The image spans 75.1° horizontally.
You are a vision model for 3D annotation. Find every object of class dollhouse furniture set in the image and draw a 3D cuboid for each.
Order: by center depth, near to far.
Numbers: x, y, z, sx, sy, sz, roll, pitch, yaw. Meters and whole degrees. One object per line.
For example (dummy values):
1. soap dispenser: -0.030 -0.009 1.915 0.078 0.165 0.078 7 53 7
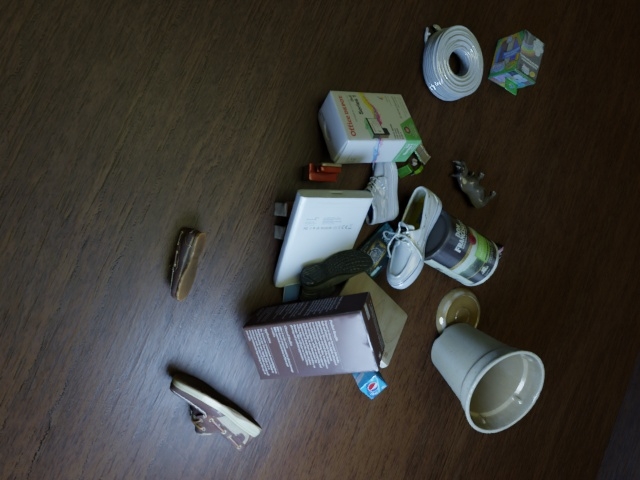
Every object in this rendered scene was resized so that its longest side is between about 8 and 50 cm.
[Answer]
1. dollhouse furniture set: -0.001 -0.112 1.329 0.261 0.135 0.260 -1 96 -26
2. dollhouse furniture set: 0.342 -0.290 1.542 0.076 0.058 0.152 51 54 -14

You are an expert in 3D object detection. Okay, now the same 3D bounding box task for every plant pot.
1. plant pot: 0.592 0.481 1.571 0.333 0.305 0.335 -7 111 -19
2. plant pot: 0.579 0.312 1.720 0.236 0.032 0.237 -3 97 -27

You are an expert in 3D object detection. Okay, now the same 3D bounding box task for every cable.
1. cable: 0.493 -0.653 1.539 0.256 0.089 0.258 5 93 -27

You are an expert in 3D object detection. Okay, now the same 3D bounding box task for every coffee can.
1. coffee can: 0.493 0.028 1.553 0.275 0.201 0.202 26 84 -27

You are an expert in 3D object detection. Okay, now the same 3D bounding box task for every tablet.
1. tablet: -0.095 0.169 1.360 0.054 0.006 0.083 -9 135 -21

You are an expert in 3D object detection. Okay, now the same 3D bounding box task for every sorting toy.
1. sorting toy: 0.146 0.263 1.411 0.255 0.089 0.257 45 40 -4

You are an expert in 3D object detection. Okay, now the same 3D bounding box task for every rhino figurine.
1. rhino figurine: 0.594 -0.226 1.646 0.243 0.073 0.106 45 73 -21

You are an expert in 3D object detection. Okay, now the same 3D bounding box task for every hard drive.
1. hard drive: 0.000 0.000 1.283 0.232 0.047 0.353 -2 132 -26

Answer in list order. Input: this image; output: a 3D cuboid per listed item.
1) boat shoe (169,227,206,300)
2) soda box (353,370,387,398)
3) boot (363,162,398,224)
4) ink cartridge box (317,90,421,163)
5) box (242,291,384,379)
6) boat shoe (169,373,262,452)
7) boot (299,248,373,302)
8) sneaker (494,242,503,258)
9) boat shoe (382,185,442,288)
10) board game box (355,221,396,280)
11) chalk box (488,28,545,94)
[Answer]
1. boat shoe: -0.394 0.066 1.199 0.072 0.073 0.207 16 84 11
2. soda box: 0.146 0.432 1.414 0.071 0.210 0.067 -43 112 4
3. boot: 0.196 -0.183 1.440 0.123 0.095 0.259 -18 104 -31
4. ink cartridge box: 0.155 -0.364 1.345 0.277 0.117 0.202 -7 67 -25
5. box: -0.020 0.286 1.243 0.143 0.380 0.191 -46 123 -63
6. boat shoe: -0.330 0.529 1.250 0.123 0.123 0.342 -51 120 -14
7. boot: 0.043 0.120 1.350 0.246 0.161 0.084 -17 59 -13
8. sneaker: 0.699 0.084 1.736 0.178 0.072 0.077 -26 117 -16
9. boat shoe: 0.301 -0.021 1.436 0.156 0.135 0.368 32 81 -43
10. board game box: 0.208 0.038 1.510 0.186 0.026 0.126 -44 113 -16
11. chalk box: 0.770 -0.686 1.651 0.132 0.132 0.213 17 89 -28
